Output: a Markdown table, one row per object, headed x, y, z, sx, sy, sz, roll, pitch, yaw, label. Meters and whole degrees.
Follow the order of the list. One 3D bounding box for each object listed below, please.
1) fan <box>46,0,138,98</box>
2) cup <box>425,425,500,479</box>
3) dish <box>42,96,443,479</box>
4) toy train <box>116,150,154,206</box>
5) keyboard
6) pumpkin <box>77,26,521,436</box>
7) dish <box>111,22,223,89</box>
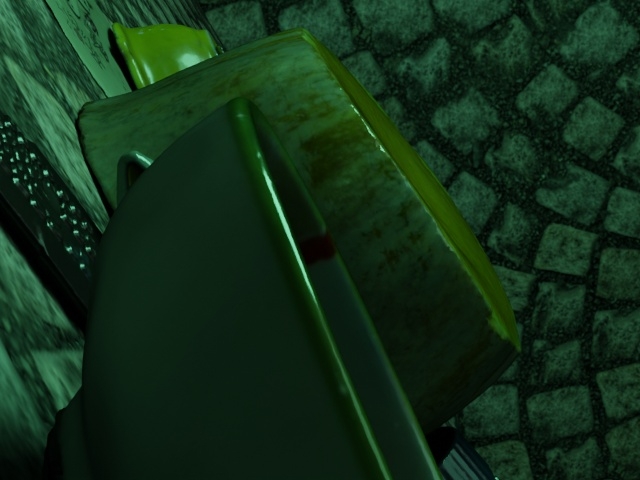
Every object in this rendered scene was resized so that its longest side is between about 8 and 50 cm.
| x | y | z | sx | sy | sz | roll | pitch | yaw | label |
| --- | --- | --- | --- | --- | --- | --- | --- | --- | --- |
| -0.220 | -0.239 | 1.418 | 0.233 | 0.012 | 0.414 | 58 | 5 | -40 | fan |
| 0.086 | 0.225 | 1.171 | 0.155 | 0.131 | 0.176 | 55 | -25 | -9 | cup |
| -0.014 | 0.120 | 0.592 | 0.324 | 0.124 | 0.324 | -24 | 90 | -87 | dish |
| -0.050 | 0.065 | 0.894 | 0.048 | 0.055 | 0.252 | -90 | 155 | -65 | toy train |
| -0.151 | -0.041 | 0.775 | 0.262 | 0.016 | 0.106 | 57 | 4 | -32 | keyboard |
| 0.000 | 0.000 | 1.140 | 0.332 | 0.199 | 0.332 | 58 | 1 | -2 | pumpkin |
| -0.115 | -0.138 | 1.481 | 0.148 | 0.080 | 0.207 | 64 | 1 | 28 | dish |
